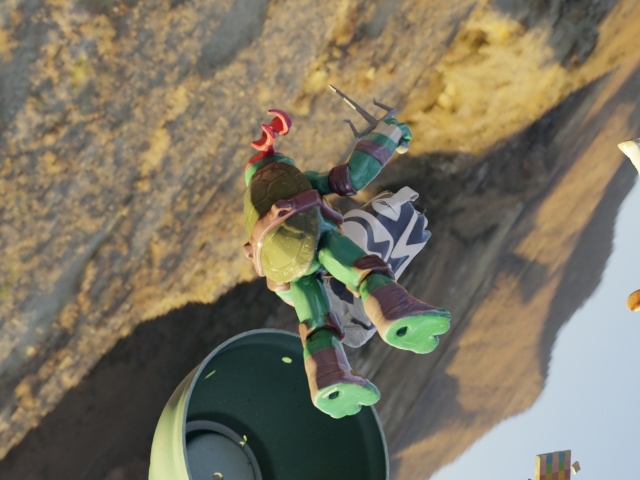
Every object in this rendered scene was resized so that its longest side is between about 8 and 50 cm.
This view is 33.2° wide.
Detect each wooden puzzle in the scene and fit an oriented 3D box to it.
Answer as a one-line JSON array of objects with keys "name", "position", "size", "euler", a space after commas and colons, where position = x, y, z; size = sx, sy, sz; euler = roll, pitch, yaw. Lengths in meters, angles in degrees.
[{"name": "wooden puzzle", "position": [0.233, 0.237, 1.076], "size": [0.083, 0.006, 0.049], "euler": [1, 91, -39]}]

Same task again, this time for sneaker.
[{"name": "sneaker", "position": [0.074, 0.024, 1.322], "size": [0.153, 0.094, 0.235], "euler": [-39, 148, -29]}]

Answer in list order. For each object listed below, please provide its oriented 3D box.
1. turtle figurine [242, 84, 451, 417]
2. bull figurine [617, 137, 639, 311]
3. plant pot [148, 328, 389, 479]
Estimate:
[{"name": "turtle figurine", "position": [0.000, 0.000, 0.784], "size": [0.118, 0.234, 0.175], "euler": [1, 138, -29]}, {"name": "bull figurine", "position": [0.407, -0.025, 1.099], "size": [0.310, 0.188, 0.101], "euler": [-4, 167, -37]}, {"name": "plant pot", "position": [-0.089, 0.277, 1.309], "size": [0.196, 0.293, 0.293], "euler": [-33, -167, 46]}]
